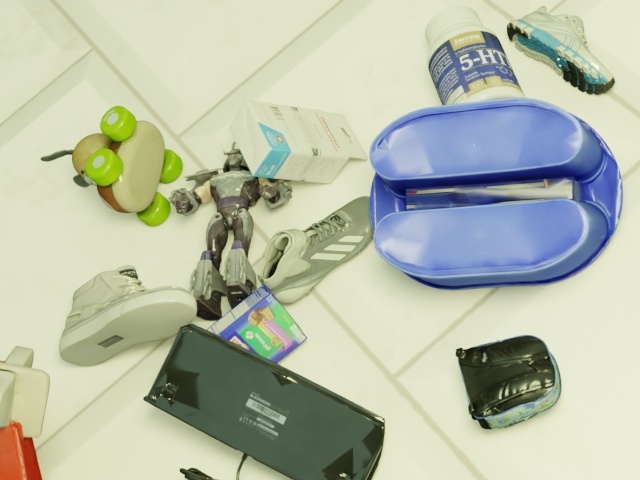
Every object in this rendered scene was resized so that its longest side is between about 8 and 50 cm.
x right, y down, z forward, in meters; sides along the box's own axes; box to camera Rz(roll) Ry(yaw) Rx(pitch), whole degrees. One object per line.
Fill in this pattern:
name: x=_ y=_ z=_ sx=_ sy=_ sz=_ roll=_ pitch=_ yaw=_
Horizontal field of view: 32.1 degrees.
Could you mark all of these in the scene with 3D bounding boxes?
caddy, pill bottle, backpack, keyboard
caddy: x=0.220 y=-0.059 z=1.462 sx=0.341 sy=0.179 sz=0.241 roll=-4 pitch=84 yaw=18
pill bottle: x=0.216 y=-0.243 z=1.598 sx=0.112 sy=0.112 sz=0.187 roll=-22 pitch=57 yaw=8
backpack: x=0.239 y=0.173 z=1.377 sx=0.114 sy=0.084 sz=0.105 roll=-20 pitch=58 yaw=15
keyboard: x=-0.085 y=0.258 z=1.443 sx=0.317 sy=0.033 sz=0.201 roll=25 pitch=84 yaw=15

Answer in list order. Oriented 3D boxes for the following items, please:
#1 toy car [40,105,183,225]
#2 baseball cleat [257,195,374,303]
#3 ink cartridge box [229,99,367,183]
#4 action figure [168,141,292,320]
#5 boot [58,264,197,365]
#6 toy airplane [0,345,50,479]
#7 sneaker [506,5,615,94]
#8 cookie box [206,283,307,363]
toy car: x=-0.338 y=-0.109 z=1.718 sx=0.188 sy=0.155 sz=0.149 roll=-2 pitch=61 yaw=30
baseball cleat: x=0.000 y=0.000 z=1.547 sx=0.206 sy=0.109 sz=0.072 roll=-47 pitch=52 yaw=-10
ink cartridge box: x=-0.031 y=-0.141 z=1.632 sx=0.060 sy=0.180 sz=0.104 roll=-54 pitch=48 yaw=34
action figure: x=-0.130 y=-0.029 z=1.622 sx=0.185 sy=0.099 sz=0.285 roll=-11 pitch=56 yaw=21
boot: x=-0.276 y=0.083 z=1.584 sx=0.258 sy=0.095 sz=0.123 roll=-22 pitch=51 yaw=32
toy airplane: x=-0.438 y=0.320 z=1.372 sx=0.272 sy=0.386 sz=0.384 roll=-10 pitch=58 yaw=1
sneaker: x=0.359 y=-0.283 z=1.595 sx=0.083 sy=0.071 sz=0.191 roll=-39 pitch=57 yaw=-10
cookie box: x=-0.088 y=0.130 z=1.519 sx=0.107 sy=0.092 sz=0.040 roll=-39 pitch=24 yaw=-2
